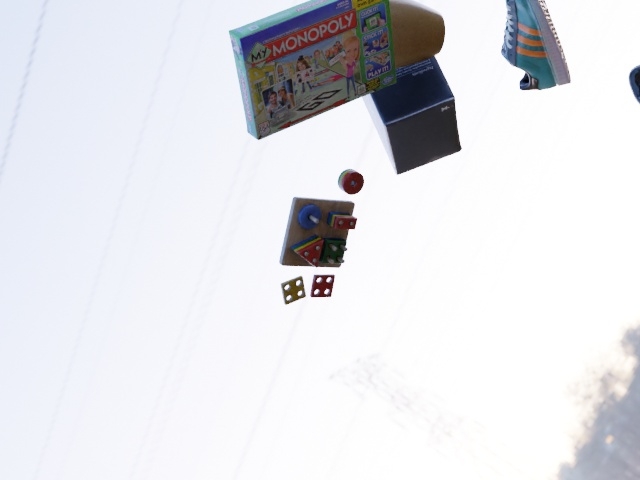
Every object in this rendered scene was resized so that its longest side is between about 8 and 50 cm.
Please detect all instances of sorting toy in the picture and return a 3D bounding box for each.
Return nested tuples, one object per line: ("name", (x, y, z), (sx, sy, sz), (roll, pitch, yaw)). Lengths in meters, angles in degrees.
("sorting toy", (0.000, 0.000, 1.951), (0.132, 0.046, 0.274), (3, -72, -32))

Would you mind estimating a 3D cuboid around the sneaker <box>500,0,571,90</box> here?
("sneaker", (0.419, -0.426, 2.164), (0.108, 0.121, 0.302), (-83, -31, -48))

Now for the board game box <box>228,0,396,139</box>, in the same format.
("board game box", (-0.007, -0.339, 1.951), (0.317, 0.046, 0.213), (-26, -49, -21))

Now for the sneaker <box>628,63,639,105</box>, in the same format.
("sneaker", (0.656, -0.240, 1.982), (0.079, 0.217, 0.121), (-35, -2, 24))

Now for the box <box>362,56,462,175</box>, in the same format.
("box", (0.229, -0.442, 3.005), (0.212, 0.395, 0.293), (-22, -28, 0))

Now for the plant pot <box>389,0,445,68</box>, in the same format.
("plant pot", (0.185, -0.544, 2.730), (0.254, 0.237, 0.237), (-2, -50, -20))
